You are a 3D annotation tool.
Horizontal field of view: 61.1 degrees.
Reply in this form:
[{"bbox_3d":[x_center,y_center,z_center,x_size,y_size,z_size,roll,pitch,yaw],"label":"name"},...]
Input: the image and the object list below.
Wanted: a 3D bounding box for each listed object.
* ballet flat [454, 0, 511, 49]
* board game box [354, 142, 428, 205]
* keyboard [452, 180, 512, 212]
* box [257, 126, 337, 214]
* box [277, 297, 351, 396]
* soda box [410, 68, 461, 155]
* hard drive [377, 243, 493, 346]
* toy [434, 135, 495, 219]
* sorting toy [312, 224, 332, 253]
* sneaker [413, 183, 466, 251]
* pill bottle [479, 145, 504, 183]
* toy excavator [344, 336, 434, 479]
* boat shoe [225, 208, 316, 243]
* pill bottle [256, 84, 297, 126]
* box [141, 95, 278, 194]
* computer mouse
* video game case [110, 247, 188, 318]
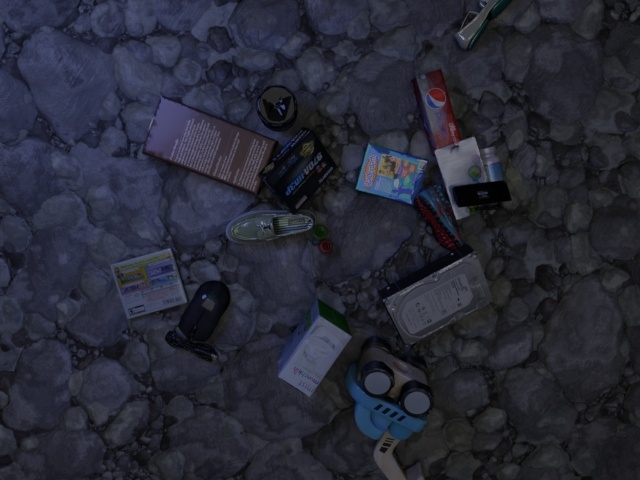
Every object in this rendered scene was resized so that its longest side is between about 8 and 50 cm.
[{"bbox_3d":[0.524,-0.731,1.744,0.086,0.086,0.248,40,94,-5],"label":"ballet flat"},{"bbox_3d":[0.234,-0.217,1.796,0.210,0.047,0.160,16,96,-4],"label":"board game box"},{"bbox_3d":[0.512,-0.132,1.726,0.192,0.038,0.100,-7,74,-12],"label":"keyboard"},{"bbox_3d":[-0.069,-0.220,1.716,0.220,0.051,0.175,-48,129,-13],"label":"box"},{"bbox_3d":[-0.025,0.332,1.735,0.126,0.262,0.231,33,93,-5],"label":"box"},{"bbox_3d":[0.378,-0.412,1.764,0.092,0.083,0.263,-17,97,-1],"label":"soda box"},{"bbox_3d":[0.385,0.186,1.791,0.338,0.064,0.237,-28,121,0],"label":"hard drive"},{"bbox_3d":[0.462,-0.200,1.754,0.136,0.056,0.237,-20,96,0],"label":"toy"},{"bbox_3d":[0.000,0.000,1.818,0.061,0.042,0.102,-20,84,-15],"label":"sorting toy"},{"bbox_3d":[0.424,-0.075,1.788,0.125,0.104,0.262,-43,111,-19],"label":"sneaker"},{"bbox_3d":[0.556,-0.225,1.787,0.087,0.087,0.160,-12,96,-1],"label":"pill bottle"},{"bbox_3d":[0.233,0.614,1.824,0.432,0.222,0.445,28,108,-5],"label":"toy excavator"},{"bbox_3d":[-0.164,-0.053,1.774,0.302,0.094,0.109,-11,96,-1],"label":"boat shoe"},{"bbox_3d":[-0.132,-0.402,1.677,0.122,0.219,0.123,0,96,-2],"label":"pill bottle"},{"bbox_3d":[-0.344,-0.295,1.723,0.381,0.143,0.191,21,95,-6],"label":"box"},{"bbox_3d":[-0.392,0.264,1.809,0.188,0.072,0.272,25,94,-3],"label":"computer mouse"},{"bbox_3d":[-0.572,0.144,1.815,0.212,0.023,0.193,-16,96,0],"label":"video game case"}]
